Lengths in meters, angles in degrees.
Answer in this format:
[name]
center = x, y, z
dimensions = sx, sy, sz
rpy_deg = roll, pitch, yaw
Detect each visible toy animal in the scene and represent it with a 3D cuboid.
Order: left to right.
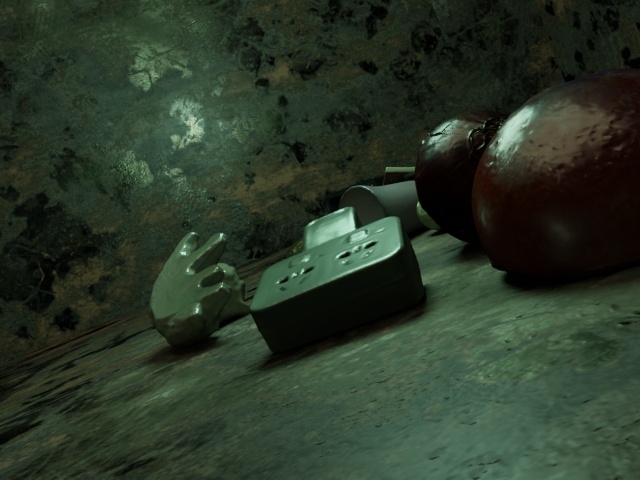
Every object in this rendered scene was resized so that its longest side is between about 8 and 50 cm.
[toy animal]
center = -0.222, 0.127, 1.290
dimensions = 0.307, 0.188, 0.266
rpy_deg = -2, 38, 46

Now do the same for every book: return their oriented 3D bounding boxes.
[book]
center = 0.252, -0.140, 1.765
dimensions = 0.162, 0.022, 0.232
rpy_deg = 0, -24, 1

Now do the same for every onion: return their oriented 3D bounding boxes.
[onion]
center = 0.299, -0.110, 1.062
dimensions = 0.280, 0.281, 0.221
rpy_deg = -19, 47, 33

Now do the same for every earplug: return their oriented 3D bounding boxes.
[earplug]
center = 0.215, -0.081, 1.638
dimensions = 0.301, 0.172, 0.172
rpy_deg = -16, -1, -37

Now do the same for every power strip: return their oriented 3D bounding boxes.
[power strip]
center = 0.034, 0.061, 0.945
dimensions = 0.229, 0.141, 0.261
rpy_deg = -22, 18, 11

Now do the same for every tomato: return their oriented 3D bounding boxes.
[tomato]
center = 0.330, -0.099, 0.725
dimensions = 0.334, 0.176, 0.290
rpy_deg = -23, 15, 4

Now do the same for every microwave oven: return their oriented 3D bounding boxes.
[microwave oven]
center = 0.163, -0.119, 2.199
dimensions = 0.247, 0.178, 0.188
rpy_deg = -19, 4, 40

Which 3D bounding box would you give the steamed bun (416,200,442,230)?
[steamed bun]
center = 0.284, -0.071, 1.459
dimensions = 0.112, 0.091, 0.130
rpy_deg = -33, 10, -30

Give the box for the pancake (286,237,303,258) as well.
[pancake]
center = 0.000, -0.001, 1.980
dimensions = 0.250, 0.031, 0.250
rpy_deg = -25, 11, 5
